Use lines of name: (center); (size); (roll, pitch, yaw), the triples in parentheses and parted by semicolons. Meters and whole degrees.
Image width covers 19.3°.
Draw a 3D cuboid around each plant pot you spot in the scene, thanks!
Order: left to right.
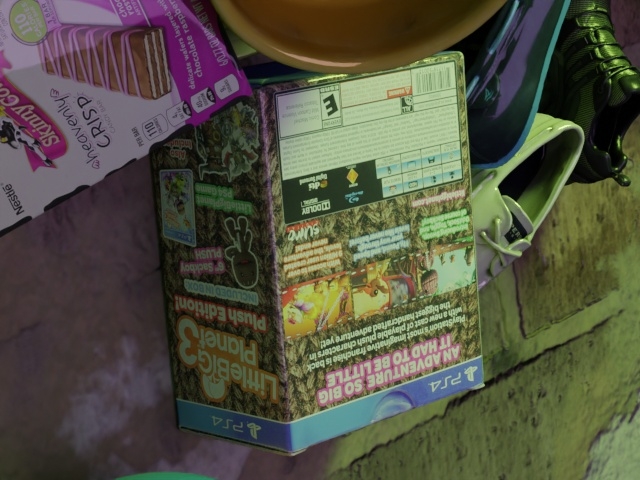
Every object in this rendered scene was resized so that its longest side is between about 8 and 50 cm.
plant pot: (0.013, -0.291, 1.377); (0.254, 0.239, 0.254); (-10, 136, -9)

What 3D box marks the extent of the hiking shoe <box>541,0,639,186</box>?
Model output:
hiking shoe: (0.274, -0.163, 1.812); (0.086, 0.114, 0.227); (-3, 96, -44)

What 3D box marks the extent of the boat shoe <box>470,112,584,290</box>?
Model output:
boat shoe: (0.156, -0.014, 1.733); (0.267, 0.088, 0.096); (-50, 126, -29)

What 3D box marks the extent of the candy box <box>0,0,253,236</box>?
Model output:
candy box: (-0.186, -0.123, 1.351); (0.233, 0.071, 0.159); (-31, 116, -13)

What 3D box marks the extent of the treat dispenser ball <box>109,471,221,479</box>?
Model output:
treat dispenser ball: (-0.115, 0.314, 1.371); (0.288, 0.288, 0.288); (-6, 99, -43)

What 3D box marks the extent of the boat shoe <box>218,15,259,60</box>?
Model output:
boat shoe: (-0.007, -0.236, 1.529); (0.341, 0.122, 0.110); (-27, 114, -37)

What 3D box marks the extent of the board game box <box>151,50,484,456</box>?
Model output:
board game box: (0.000, 0.000, 1.548); (0.232, 0.141, 0.291); (-14, 104, -42)

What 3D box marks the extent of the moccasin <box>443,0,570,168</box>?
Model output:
moccasin: (0.158, -0.236, 1.678); (0.117, 0.138, 0.342); (9, 87, -43)
